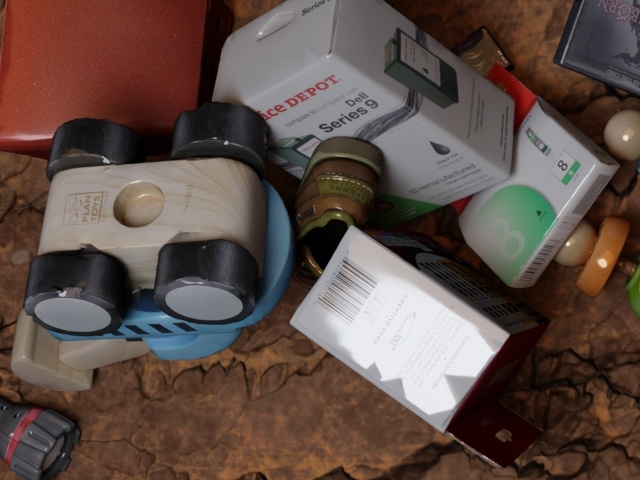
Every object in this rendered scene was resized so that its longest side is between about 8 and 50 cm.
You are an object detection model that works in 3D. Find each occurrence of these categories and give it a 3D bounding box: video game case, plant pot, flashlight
[{"bbox_3d":[0.392,-0.302,1.392,0.196,0.026,0.274,16,95,-24],"label":"video game case"},{"bbox_3d":[-0.247,-0.228,1.558,0.235,0.267,0.267,6,91,6],"label":"plant pot"},{"bbox_3d":[-0.485,0.231,1.693,0.304,0.103,0.103,26,131,13],"label":"flashlight"}]

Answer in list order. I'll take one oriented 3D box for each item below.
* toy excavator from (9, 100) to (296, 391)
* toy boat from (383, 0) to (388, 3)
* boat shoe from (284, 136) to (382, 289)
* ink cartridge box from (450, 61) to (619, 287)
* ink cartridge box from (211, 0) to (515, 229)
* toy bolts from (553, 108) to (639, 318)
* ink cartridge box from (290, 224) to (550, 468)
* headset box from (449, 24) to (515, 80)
[{"bbox_3d":[-0.224,0.066,1.461,0.432,0.445,0.222,-4,60,11],"label":"toy excavator"},{"bbox_3d":[0.015,-0.276,1.488,0.148,0.267,0.318,-3,120,12],"label":"toy boat"},{"bbox_3d":[0.000,0.000,1.437,0.110,0.307,0.104,9,62,0],"label":"boat shoe"},{"bbox_3d":[0.216,-0.082,1.435,0.225,0.056,0.181,48,118,34],"label":"ink cartridge box"},{"bbox_3d":[0.048,-0.148,1.393,0.211,0.289,0.122,-23,48,43],"label":"ink cartridge box"},{"bbox_3d":[0.363,-0.037,1.369,0.158,0.218,0.229,26,90,4],"label":"toy bolts"},{"bbox_3d":[0.152,0.111,1.379,0.272,0.309,0.130,35,100,15],"label":"ink cartridge box"},{"bbox_3d":[0.188,-0.216,1.518,0.083,0.032,0.062,-35,79,13],"label":"headset box"}]
